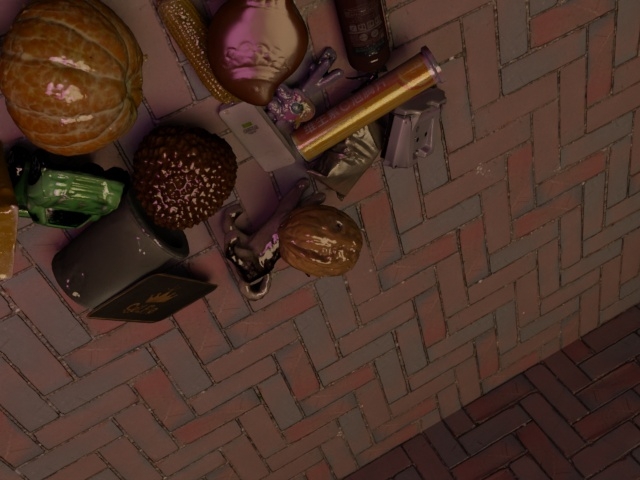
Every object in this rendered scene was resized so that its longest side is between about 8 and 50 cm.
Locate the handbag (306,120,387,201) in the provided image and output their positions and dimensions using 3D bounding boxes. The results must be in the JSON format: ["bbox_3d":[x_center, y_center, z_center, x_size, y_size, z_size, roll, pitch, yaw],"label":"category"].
[{"bbox_3d":[0.080,-0.253,1.951,0.183,0.117,0.270,24,104,-47],"label":"handbag"}]

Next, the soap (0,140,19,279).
[{"bbox_3d":[-0.721,-0.076,1.476,0.091,0.315,0.199,1,122,-33],"label":"soap"}]

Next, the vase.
[{"bbox_3d":[-0.521,0.022,1.753,0.291,0.245,0.245,-34,135,10],"label":"vase"}]

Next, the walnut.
[{"bbox_3d":[0.000,0.000,1.828,0.245,0.198,0.198,13,117,-21],"label":"walnut"}]

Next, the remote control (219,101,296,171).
[{"bbox_3d":[-0.163,-0.279,1.817,0.103,0.034,0.250,-18,139,22],"label":"remote control"}]

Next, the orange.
[{"bbox_3d":[-0.498,-0.337,1.399,0.249,0.329,0.329,9,124,-1],"label":"orange"}]

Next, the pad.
[{"bbox_3d":[-0.469,0.205,1.896,0.315,0.063,0.375,-29,163,13],"label":"pad"}]

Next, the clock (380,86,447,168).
[{"bbox_3d":[0.276,-0.324,1.972,0.253,0.083,0.186,-34,144,-46],"label":"clock"}]

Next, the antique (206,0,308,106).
[{"bbox_3d":[-0.139,-0.446,1.537,0.224,0.129,0.278,4,119,-4],"label":"antique"}]

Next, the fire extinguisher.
[{"bbox_3d":[0.101,-0.537,1.744,0.136,0.114,0.337,-18,132,3],"label":"fire extinguisher"}]

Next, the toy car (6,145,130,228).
[{"bbox_3d":[-0.592,-0.107,1.561,0.214,0.359,0.176,10,92,-40],"label":"toy car"}]

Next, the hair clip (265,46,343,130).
[{"bbox_3d":[-0.053,-0.387,1.786,0.278,0.090,0.137,-47,128,9],"label":"hair clip"}]

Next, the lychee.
[{"bbox_3d":[-0.335,-0.153,1.674,0.268,0.267,0.267,-16,131,-19],"label":"lychee"}]

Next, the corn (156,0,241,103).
[{"bbox_3d":[-0.274,-0.444,1.610,0.097,0.097,0.319,-36,132,-2],"label":"corn"}]

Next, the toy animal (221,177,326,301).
[{"bbox_3d":[-0.115,0.015,2.001,0.344,0.194,0.302,-21,126,-12],"label":"toy animal"}]

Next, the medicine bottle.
[{"bbox_3d":[0.121,-0.354,1.820,0.426,0.108,0.108,-31,135,9],"label":"medicine bottle"}]
